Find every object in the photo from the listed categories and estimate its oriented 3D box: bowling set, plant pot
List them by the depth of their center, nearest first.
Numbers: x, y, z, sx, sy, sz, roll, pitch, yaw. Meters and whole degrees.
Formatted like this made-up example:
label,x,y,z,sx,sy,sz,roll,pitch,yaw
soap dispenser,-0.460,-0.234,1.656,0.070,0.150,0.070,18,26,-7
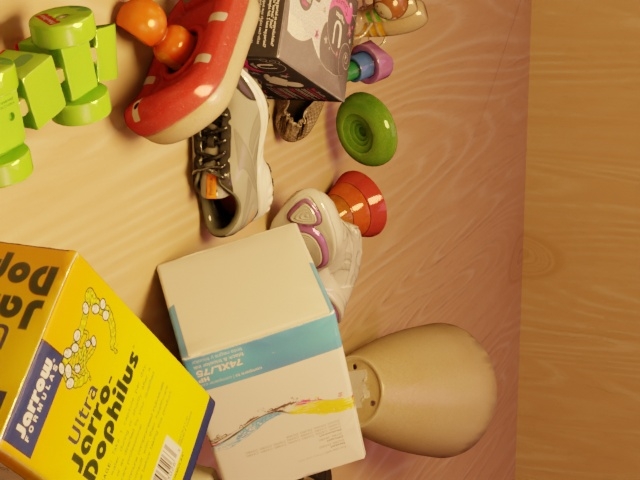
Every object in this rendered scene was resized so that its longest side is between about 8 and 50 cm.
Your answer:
label,x,y,z,sx,sy,sz,roll,pitch,yaw
bowling set,0.057,-0.401,1.957,0.200,0.154,0.287,-80,151,-58
plant pot,0.140,0.274,2.309,0.274,0.256,0.256,7,89,-51

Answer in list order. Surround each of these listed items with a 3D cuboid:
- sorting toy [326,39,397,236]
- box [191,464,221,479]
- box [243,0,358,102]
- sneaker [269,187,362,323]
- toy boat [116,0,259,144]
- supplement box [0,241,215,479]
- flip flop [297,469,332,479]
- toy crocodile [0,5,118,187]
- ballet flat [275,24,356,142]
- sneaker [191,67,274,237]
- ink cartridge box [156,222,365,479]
label,x,y,z,sx,sy,sz,roll,pitch,yaw
sorting toy,0.037,-0.143,2.059,0.126,0.127,0.365,-27,137,-37
box,-0.213,0.422,1.618,0.113,0.094,0.275,74,31,-43
box,-0.057,-0.299,1.757,0.247,0.142,0.163,22,75,-68
sneaker,0.000,0.000,2.017,0.305,0.114,0.152,82,30,-53
toy boat,-0.180,-0.234,1.521,0.151,0.151,0.231,32,61,-32
supplement box,-0.276,0.166,1.262,0.356,0.194,0.195,60,42,-56
flip flop,-0.069,0.380,2.002,0.277,0.080,0.112,33,69,-49
toy crocodile,-0.304,-0.147,1.263,0.340,0.105,0.115,-48,139,-48
ballet flat,-0.010,-0.265,1.907,0.058,0.084,0.250,-56,168,-77
sneaker,-0.127,-0.124,1.693,0.108,0.100,0.271,-50,141,-46
ink cartridge box,-0.075,0.161,1.665,0.198,0.197,0.270,-114,-171,-51
